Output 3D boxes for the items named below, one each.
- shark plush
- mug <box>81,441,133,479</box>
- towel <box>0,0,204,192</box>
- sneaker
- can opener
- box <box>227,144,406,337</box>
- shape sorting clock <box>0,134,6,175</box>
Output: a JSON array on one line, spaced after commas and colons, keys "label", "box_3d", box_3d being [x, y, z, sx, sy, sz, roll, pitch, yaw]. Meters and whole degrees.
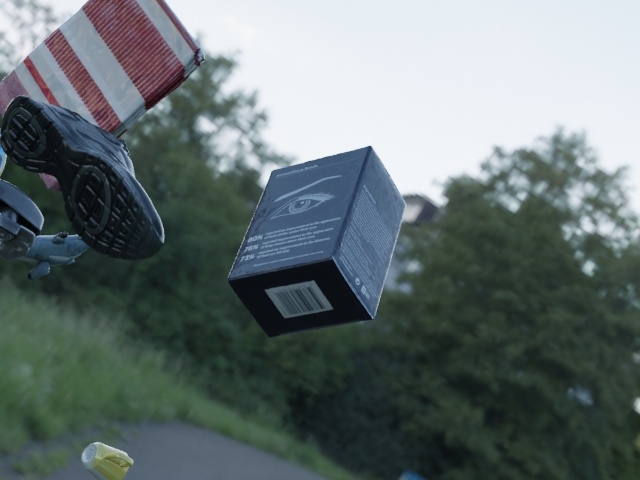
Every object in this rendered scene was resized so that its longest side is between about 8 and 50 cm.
[{"label": "shark plush", "box_3d": [-0.394, 0.012, 1.787, 0.161, 0.073, 0.067, -1, -32, -5]}, {"label": "mug", "box_3d": [-0.350, 0.356, 1.909, 0.064, 0.078, 0.062, 44, 12, -40]}, {"label": "towel", "box_3d": [-0.357, -0.261, 1.852, 0.237, 0.329, 0.037, 54, 9, 26]}, {"label": "sneaker", "box_3d": [-0.281, -0.087, 1.493, 0.286, 0.109, 0.130, 47, 26, 21]}, {"label": "can opener", "box_3d": [-0.497, -0.071, 1.539, 0.283, 0.095, 0.076, 35, -49, -25]}, {"label": "box", "box_3d": [0.000, 0.000, 1.422, 0.153, 0.207, 0.108, -12, -52, 30]}, {"label": "shape sorting clock", "box_3d": [-0.672, -0.149, 2.128, 0.206, 0.206, 0.040, 31, -17, 13]}]
